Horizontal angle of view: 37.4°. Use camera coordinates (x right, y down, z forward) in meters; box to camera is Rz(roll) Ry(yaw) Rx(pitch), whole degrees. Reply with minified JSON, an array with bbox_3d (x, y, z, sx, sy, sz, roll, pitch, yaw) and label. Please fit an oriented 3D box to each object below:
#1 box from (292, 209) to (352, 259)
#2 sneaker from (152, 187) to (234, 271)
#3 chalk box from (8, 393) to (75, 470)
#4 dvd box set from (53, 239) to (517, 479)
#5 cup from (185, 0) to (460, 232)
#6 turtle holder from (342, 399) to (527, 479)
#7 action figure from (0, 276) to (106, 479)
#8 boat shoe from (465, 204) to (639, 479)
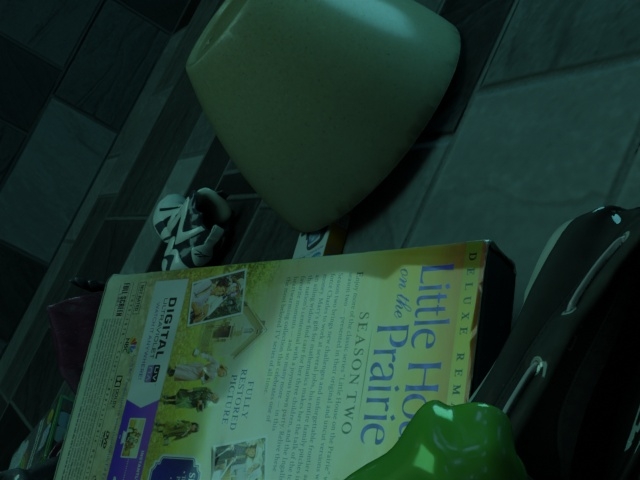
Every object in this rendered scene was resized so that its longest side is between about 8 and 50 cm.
[{"bbox_3d":[0.000,0.000,1.192,0.081,0.028,0.136,-29,36,50],"label":"box"},{"bbox_3d":[-0.204,-0.042,1.584,0.153,0.094,0.235,-50,25,21],"label":"sneaker"},{"bbox_3d":[-0.376,0.336,1.447,0.213,0.132,0.132,-47,25,27],"label":"chalk box"},{"bbox_3d":[-0.052,0.163,0.793,0.421,0.062,0.307,-7,63,35],"label":"dvd box set"},{"bbox_3d":[-0.024,-0.211,1.185,0.331,0.237,0.331,-44,23,24],"label":"cup"},{"bbox_3d":[0.080,0.267,0.465,0.228,0.243,0.320,-26,23,22],"label":"turtle holder"},{"bbox_3d":[-0.265,0.239,1.253,0.276,0.248,0.370,58,-150,-79],"label":"action figure"},{"bbox_3d":[0.158,0.119,0.613,0.095,0.112,0.335,-20,42,64],"label":"boat shoe"}]
